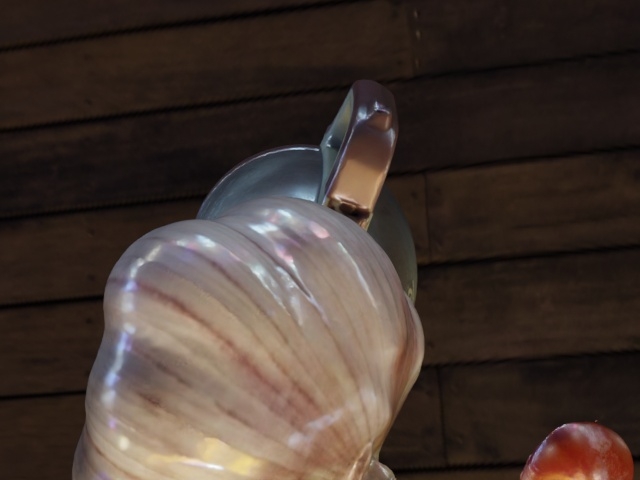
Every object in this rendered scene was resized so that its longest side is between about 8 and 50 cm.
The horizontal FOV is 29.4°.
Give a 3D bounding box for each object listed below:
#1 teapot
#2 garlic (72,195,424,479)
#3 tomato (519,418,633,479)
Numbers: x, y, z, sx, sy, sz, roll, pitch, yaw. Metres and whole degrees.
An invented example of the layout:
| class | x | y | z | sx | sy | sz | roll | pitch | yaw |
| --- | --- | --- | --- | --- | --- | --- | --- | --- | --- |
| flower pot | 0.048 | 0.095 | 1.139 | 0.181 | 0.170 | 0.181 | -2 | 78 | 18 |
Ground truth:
| class | x | y | z | sx | sy | sz | roll | pitch | yaw |
| --- | --- | --- | --- | --- | --- | --- | --- | --- | --- |
| teapot | 0.000 | 0.000 | 1.155 | 0.233 | 0.312 | 0.315 | 19 | 99 | -7 |
| garlic | -0.008 | 0.112 | 0.679 | 0.253 | 0.245 | 0.245 | 28 | 81 | 36 |
| tomato | 0.352 | 0.334 | 1.669 | 0.166 | 0.174 | 0.082 | -43 | 40 | 13 |
